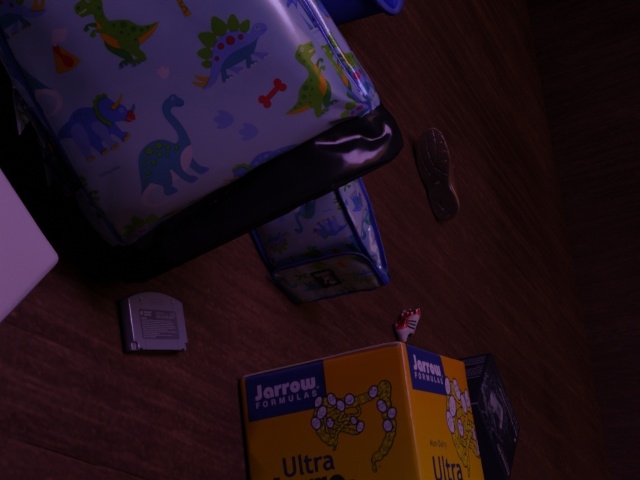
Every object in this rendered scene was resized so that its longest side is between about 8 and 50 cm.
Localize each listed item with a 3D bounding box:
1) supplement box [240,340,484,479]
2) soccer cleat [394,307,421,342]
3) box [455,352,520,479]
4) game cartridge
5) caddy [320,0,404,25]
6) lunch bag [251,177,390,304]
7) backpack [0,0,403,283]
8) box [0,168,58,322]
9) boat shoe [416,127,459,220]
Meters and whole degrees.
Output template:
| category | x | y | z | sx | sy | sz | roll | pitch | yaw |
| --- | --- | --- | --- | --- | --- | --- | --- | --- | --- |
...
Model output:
| category | x | y | z | sx | sy | sz | roll | pitch | yaw |
| --- | --- | --- | --- | --- | --- | --- | --- | --- | --- |
| supplement box | 0.061 | 0.306 | 0.938 | 0.194 | 0.195 | 0.356 | 25 | 53 | -59 |
| soccer cleat | 0.137 | 0.131 | 1.412 | 0.083 | 0.029 | 0.036 | -36 | 117 | -61 |
| box | 0.252 | 0.294 | 1.476 | 0.156 | 0.093 | 0.158 | 67 | 26 | -16 |
| game cartridge | -0.154 | 0.076 | 0.837 | 0.083 | 0.017 | 0.056 | 16 | 65 | -62 |
| caddy | 0.022 | -0.486 | 1.356 | 0.341 | 0.179 | 0.241 | 59 | 29 | -30 |
| lunch bag | 0.000 | 0.000 | 1.073 | 0.151 | 0.129 | 0.096 | 67 | 26 | -19 |
| backpack | -0.128 | -0.168 | 0.727 | 0.273 | 0.290 | 0.355 | -76 | 140 | -84 |
| box | -0.292 | 0.054 | 0.302 | 0.168 | 0.215 | 0.345 | 64 | 28 | -22 |
| boat shoe | 0.224 | -0.128 | 1.716 | 0.060 | 0.064 | 0.178 | -51 | 128 | -67 |
